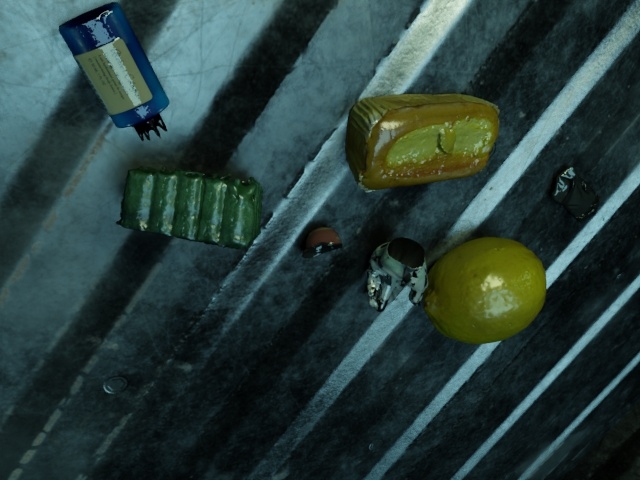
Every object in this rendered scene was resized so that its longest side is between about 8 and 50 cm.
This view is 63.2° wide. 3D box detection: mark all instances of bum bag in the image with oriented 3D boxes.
[{"bbox_3d":[0.626,-0.107,1.266,0.197,0.049,0.087,28,100,-36],"label":"bum bag"}]

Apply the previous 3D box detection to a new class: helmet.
[{"bbox_3d":[-0.002,-0.001,1.013,0.083,0.049,0.065,-17,165,16],"label":"helmet"}]

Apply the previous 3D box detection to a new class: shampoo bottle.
[{"bbox_3d":[-0.276,-0.226,0.729,0.087,0.050,0.183,-30,129,-11],"label":"shampoo bottle"}]

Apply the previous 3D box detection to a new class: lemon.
[{"bbox_3d":[0.362,0.110,1.155,0.263,0.236,0.236,-6,128,14],"label":"lemon"}]

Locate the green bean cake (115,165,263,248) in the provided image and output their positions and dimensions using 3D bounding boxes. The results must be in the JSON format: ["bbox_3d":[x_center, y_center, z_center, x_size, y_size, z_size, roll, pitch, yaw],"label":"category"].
[{"bbox_3d":[-0.196,-0.059,0.827,0.208,0.193,0.107,7,99,-4],"label":"green bean cake"}]

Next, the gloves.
[{"bbox_3d":[0.162,0.076,1.113,0.127,0.111,0.212,0,156,-6],"label":"gloves"}]

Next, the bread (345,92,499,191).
[{"bbox_3d":[0.186,-0.184,0.951,0.288,0.119,0.153,-9,127,-22],"label":"bread"}]
